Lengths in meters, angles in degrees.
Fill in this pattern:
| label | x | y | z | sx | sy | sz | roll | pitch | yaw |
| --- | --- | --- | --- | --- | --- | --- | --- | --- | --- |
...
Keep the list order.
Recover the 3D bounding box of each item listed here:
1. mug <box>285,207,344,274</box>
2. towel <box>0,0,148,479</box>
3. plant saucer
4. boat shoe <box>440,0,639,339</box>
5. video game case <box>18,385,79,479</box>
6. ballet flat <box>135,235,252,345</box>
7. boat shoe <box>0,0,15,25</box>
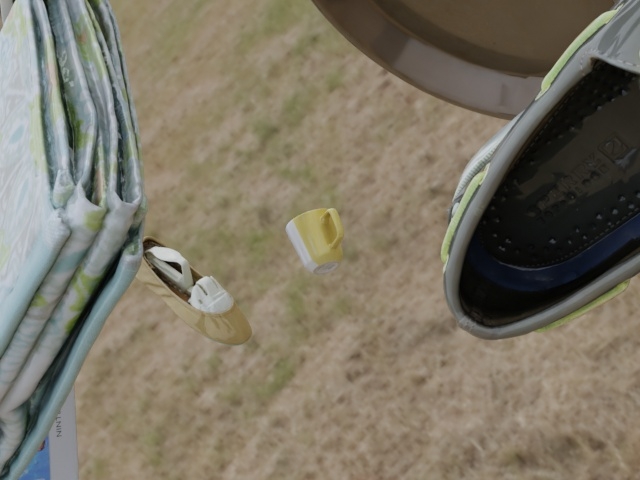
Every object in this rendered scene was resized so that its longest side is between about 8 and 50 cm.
| label | x | y | z | sx | sy | sz | roll | pitch | yaw |
| --- | --- | --- | --- | --- | --- | --- | --- | --- | --- |
| mug | -0.003 | 0.002 | 1.252 | 0.062 | 0.064 | 0.078 | -18 | -21 | -4 |
| towel | -0.263 | -0.003 | 0.926 | 0.374 | 0.090 | 0.321 | -52 | 40 | 34 |
| plant saucer | 0.098 | -0.182 | 0.749 | 0.278 | 0.278 | 0.041 | -3 | 54 | 60 |
| boat shoe | 0.158 | -0.063 | 0.460 | 0.305 | 0.109 | 0.091 | -50 | 6 | 38 |
| video game case | -0.433 | 0.193 | 1.282 | 0.269 | 0.244 | 0.061 | -4 | 2 | -32 |
| ballet flat | -0.193 | 0.071 | 1.557 | 0.080 | 0.232 | 0.073 | -34 | -34 | -43 |
| boat shoe | -0.250 | -0.291 | 0.980 | 0.096 | 0.324 | 0.117 | -2 | 43 | -9 |
